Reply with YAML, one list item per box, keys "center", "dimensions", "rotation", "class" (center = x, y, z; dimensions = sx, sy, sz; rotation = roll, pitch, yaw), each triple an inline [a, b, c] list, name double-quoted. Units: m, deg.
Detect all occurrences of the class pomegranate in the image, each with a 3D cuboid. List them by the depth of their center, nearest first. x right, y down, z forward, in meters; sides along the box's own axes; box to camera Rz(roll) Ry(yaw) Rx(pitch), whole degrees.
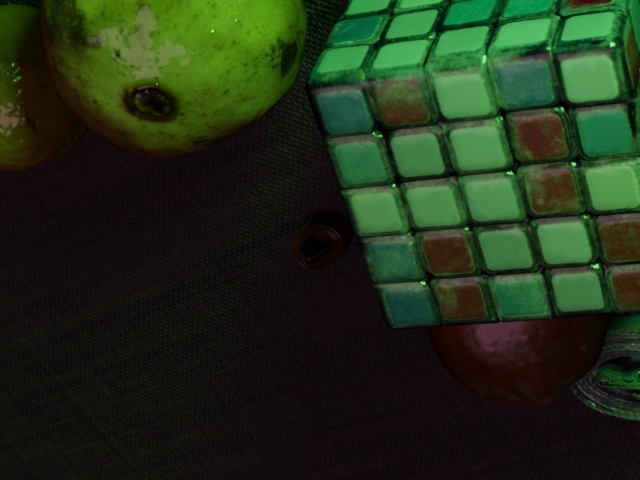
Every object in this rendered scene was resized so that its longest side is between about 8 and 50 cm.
- center: [-0.156, -0.222, 1.762]
  dimensions: [0.281, 0.281, 0.281]
  rotation: [17, 135, 18]
  class: "pomegranate"

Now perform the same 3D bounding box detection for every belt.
- center: [0.354, 0.137, 1.898]
  dimensions: [0.147, 0.082, 0.163]
  rotation: [49, 135, -9]
  class: "belt"
- center: [0.000, 0.000, 2.026]
  dimensions: [0.059, 0.036, 0.083]
  rotation: [45, 135, -9]
  class: "belt"

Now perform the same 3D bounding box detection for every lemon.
- center: [-0.360, -0.175, 1.977]
  dimensions: [0.231, 0.192, 0.192]
  rotation: [-12, 121, 31]
  class: "lemon"

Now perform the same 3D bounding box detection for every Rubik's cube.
- center: [0.185, -0.116, 1.592]
  dimensions: [0.292, 0.287, 0.293]
  rotation: [-4, 124, 22]
  class: "Rubik's cube"

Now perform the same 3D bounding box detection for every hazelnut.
- center: [0.211, 0.079, 1.853]
  dimensions: [0.214, 0.176, 0.214]
  rotation: [23, 120, 47]
  class: "hazelnut"
